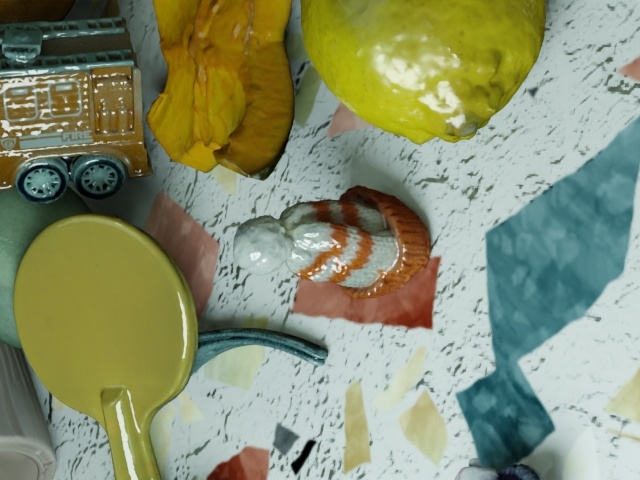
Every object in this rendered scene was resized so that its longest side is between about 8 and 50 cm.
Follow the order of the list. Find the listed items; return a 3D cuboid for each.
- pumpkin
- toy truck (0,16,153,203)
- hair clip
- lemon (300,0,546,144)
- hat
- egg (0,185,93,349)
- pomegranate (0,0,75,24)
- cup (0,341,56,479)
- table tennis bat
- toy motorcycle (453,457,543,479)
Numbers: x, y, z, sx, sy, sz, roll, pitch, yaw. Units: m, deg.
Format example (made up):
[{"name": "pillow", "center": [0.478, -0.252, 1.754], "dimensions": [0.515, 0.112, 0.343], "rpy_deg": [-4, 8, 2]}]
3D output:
[{"name": "pumpkin", "center": [-0.102, -0.179, 1.737], "dimensions": [0.258, 0.095, 0.290], "rpy_deg": [-14, 72, 57]}, {"name": "toy truck", "center": [-0.327, -0.133, 1.797], "dimensions": [0.136, 0.305, 0.162], "rpy_deg": [-111, 19, -49]}, {"name": "hair clip", "center": [-0.079, 0.103, 1.707], "dimensions": [0.229, 0.039, 0.070], "rpy_deg": [-9, 79, 46]}, {"name": "lemon", "center": [0.081, -0.194, 1.461], "dimensions": [0.204, 0.204, 0.260], "rpy_deg": [-39, 55, 37]}, {"name": "hat", "center": [0.000, 0.000, 1.546], "dimensions": [0.112, 0.162, 0.093], "rpy_deg": [38, 114, 49]}, {"name": "egg", "center": [-0.308, 0.018, 1.879], "dimensions": [0.169, 0.169, 0.236], "rpy_deg": [-56, 52, 25]}, {"name": "pomegranate", "center": [-0.434, -0.349, 1.900], "dimensions": [0.416, 0.416, 0.417], "rpy_deg": [-11, 75, 47]}, {"name": "cup", "center": [-0.447, 0.167, 1.928], "dimensions": [0.273, 0.288, 0.208], "rpy_deg": [62, 140, 31]}, {"name": "table tennis bat", "center": [-0.200, 0.130, 1.746], "dimensions": [0.198, 0.050, 0.321], "rpy_deg": [-7, 100, 25]}, {"name": "toy motorcycle", "center": [0.109, 0.299, 1.417], "dimensions": [0.171, 0.110, 0.260], "rpy_deg": [2, 79, 60]}]
